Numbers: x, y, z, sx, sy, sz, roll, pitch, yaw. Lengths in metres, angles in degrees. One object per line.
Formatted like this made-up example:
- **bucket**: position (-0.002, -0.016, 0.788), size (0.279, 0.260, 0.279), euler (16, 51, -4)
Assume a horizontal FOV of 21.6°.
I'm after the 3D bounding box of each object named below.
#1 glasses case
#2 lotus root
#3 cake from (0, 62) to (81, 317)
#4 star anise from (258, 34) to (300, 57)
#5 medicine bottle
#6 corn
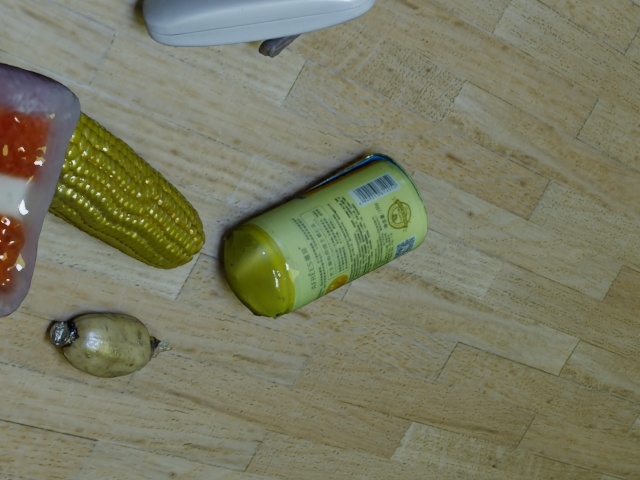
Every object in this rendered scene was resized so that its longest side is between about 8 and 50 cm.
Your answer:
- **glasses case**: position (-0.060, -0.239, 1.665), size (0.233, 0.092, 0.059), euler (-6, 129, 6)
- **lotus root**: position (-0.227, 0.116, 1.839), size (0.152, 0.063, 0.072), euler (7, 102, -40)
- **cake**: position (-0.399, -0.069, 1.417), size (0.309, 0.230, 0.237), euler (16, 83, -44)
- **star anise**: position (-0.007, -0.309, 1.737), size (0.209, 0.089, 0.231), euler (-15, 114, -25)
- **medicine bottle**: position (0.000, 0.000, 1.925), size (0.239, 0.124, 0.124), euler (-26, 131, -26)
- **corn**: position (-0.220, -0.056, 1.703), size (0.106, 0.106, 0.305), euler (-54, 140, 1)
